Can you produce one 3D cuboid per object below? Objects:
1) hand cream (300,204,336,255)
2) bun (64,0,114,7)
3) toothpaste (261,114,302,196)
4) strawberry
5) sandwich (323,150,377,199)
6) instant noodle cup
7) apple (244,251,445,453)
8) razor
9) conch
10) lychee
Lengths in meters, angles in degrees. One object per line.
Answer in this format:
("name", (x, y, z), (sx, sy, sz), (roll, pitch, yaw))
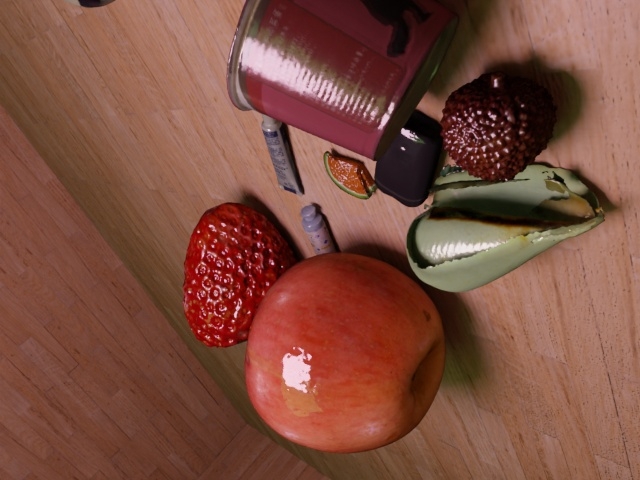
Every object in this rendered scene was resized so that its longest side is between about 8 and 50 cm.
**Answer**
("hand cream", (0.000, 0.000, 1.132), (0.065, 0.043, 0.170), (21, 146, 39))
("bun", (-0.417, -0.519, 0.883), (0.283, 0.179, 0.283), (26, 165, 7))
("toothpaste", (-0.076, -0.162, 1.026), (0.062, 0.037, 0.216), (28, 152, 30))
("strawberry", (-0.186, 0.085, 1.279), (0.292, 0.292, 0.309), (-30, 77, 62))
("sandwich", (0.051, -0.109, 0.934), (0.101, 0.026, 0.069), (28, 144, 26))
("instant noodle cup", (0.031, -0.208, 0.624), (0.179, 0.234, 0.234), (32, 151, 7))
("apple", (0.052, 0.205, 1.014), (0.364, 0.364, 0.363), (34, 151, 22))
("razor", (0.123, -0.114, 0.792), (0.090, 0.054, 0.148), (32, 151, 17))
("conch", (0.212, -0.029, 0.718), (0.137, 0.143, 0.250), (10, 146, -22))
("lychee", (0.195, -0.125, 0.614), (0.123, 0.123, 0.129), (22, 165, 38))
